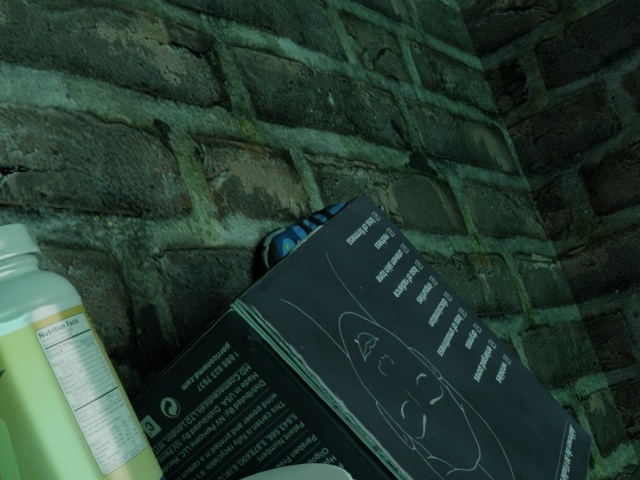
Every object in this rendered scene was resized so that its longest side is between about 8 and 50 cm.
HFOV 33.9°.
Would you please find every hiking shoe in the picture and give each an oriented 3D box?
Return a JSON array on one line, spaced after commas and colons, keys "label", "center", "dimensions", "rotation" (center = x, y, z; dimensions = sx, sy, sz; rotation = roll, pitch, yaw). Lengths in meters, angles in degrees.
[{"label": "hiking shoe", "center": [0.000, 0.000, 1.714], "dimensions": [0.113, 0.132, 0.304], "rotation": [59, 28, -11]}]

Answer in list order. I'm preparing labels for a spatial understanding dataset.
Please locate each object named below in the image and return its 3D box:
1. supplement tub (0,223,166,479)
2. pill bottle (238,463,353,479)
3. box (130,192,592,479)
[{"label": "supplement tub", "center": [-0.293, 0.165, 0.955], "dimensions": [0.316, 0.228, 0.228], "rotation": [64, 27, 0]}, {"label": "pill bottle", "center": [0.001, 0.408, 0.967], "dimensions": [0.210, 0.210, 0.362], "rotation": [-34, 110, -63]}, {"label": "box", "center": [0.056, 0.251, 1.281], "dimensions": [0.472, 0.297, 0.480], "rotation": [46, 24, 2]}]
